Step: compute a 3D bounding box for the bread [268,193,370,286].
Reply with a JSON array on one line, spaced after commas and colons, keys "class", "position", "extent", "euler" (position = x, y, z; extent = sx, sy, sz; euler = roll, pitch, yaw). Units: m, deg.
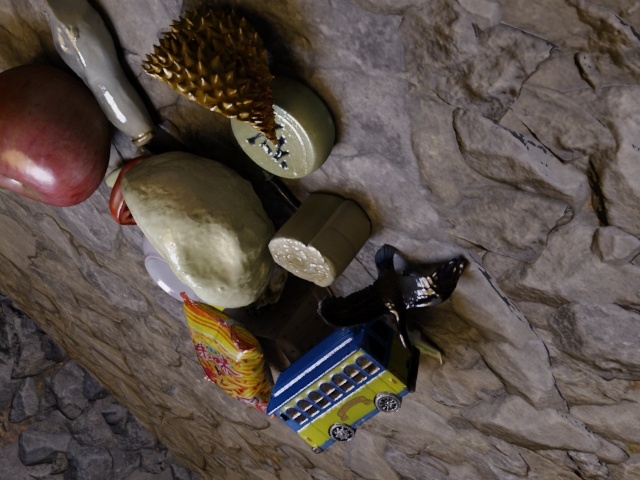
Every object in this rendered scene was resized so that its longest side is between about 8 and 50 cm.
[{"class": "bread", "position": [0.000, 0.000, 1.479], "extent": [0.148, 0.141, 0.134], "euler": [9, 137, 41]}]

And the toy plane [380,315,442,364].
[{"class": "toy plane", "position": [0.125, 0.211, 1.649], "extent": [0.251, 0.101, 0.255], "euler": [-6, 120, 3]}]

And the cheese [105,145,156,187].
[{"class": "cheese", "position": [-0.425, -0.145, 1.822], "extent": [0.127, 0.049, 0.235], "euler": [39, 144, -5]}]

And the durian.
[{"class": "durian", "position": [-0.176, -0.290, 1.257], "extent": [0.261, 0.186, 0.154], "euler": [18, 174, 31]}]

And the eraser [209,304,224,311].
[{"class": "eraser", "position": [-0.191, 0.215, 2.031], "extent": [0.158, 0.069, 0.226], "euler": [5, 136, 46]}]

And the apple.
[{"class": "apple", "position": [-0.603, -0.234, 1.710], "extent": [0.345, 0.269, 0.344], "euler": [21, 164, 7]}]

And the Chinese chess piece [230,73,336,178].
[{"class": "Chinese chess piece", "position": [-0.066, -0.194, 1.354], "extent": [0.189, 0.083, 0.188], "euler": [25, 144, 20]}]

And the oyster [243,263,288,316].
[{"class": "oyster", "position": [-0.134, 0.082, 1.728], "extent": [0.081, 0.163, 0.191], "euler": [31, 178, -18]}]

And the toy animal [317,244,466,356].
[{"class": "toy animal", "position": [0.151, 0.113, 1.467], "extent": [0.273, 0.160, 0.197], "euler": [-17, 119, 11]}]

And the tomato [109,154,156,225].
[{"class": "tomato", "position": [-0.397, -0.122, 1.728], "extent": [0.082, 0.166, 0.174], "euler": [37, 113, 19]}]

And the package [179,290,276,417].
[{"class": "package", "position": [-0.190, 0.241, 1.672], "extent": [0.223, 0.108, 0.288], "euler": [27, 142, 31]}]

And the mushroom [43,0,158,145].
[{"class": "mushroom", "position": [-0.427, -0.330, 1.547], "extent": [0.109, 0.097, 0.351], "euler": [16, 147, 37]}]

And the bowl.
[{"class": "bowl", "position": [-0.309, 0.046, 1.864], "extent": [0.287, 0.143, 0.287], "euler": [26, 147, 19]}]

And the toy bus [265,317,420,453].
[{"class": "toy bus", "position": [0.044, 0.283, 1.569], "extent": [0.175, 0.138, 0.288], "euler": [41, 120, -14]}]

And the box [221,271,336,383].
[{"class": "box", "position": [-0.063, 0.239, 1.816], "extent": [0.225, 0.190, 0.297], "euler": [6, 135, 44]}]

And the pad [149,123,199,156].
[{"class": "pad", "position": [-0.305, -0.178, 1.699], "extent": [0.157, 0.003, 0.112], "euler": [36, 149, 4]}]

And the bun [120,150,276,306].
[{"class": "bun", "position": [-0.228, -0.036, 1.578], "extent": [0.352, 0.227, 0.349], "euler": [42, 167, 38]}]

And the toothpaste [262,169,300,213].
[{"class": "toothpaste", "position": [-0.070, -0.088, 1.556], "extent": [0.140, 0.021, 0.037], "euler": [50, 155, -21]}]
